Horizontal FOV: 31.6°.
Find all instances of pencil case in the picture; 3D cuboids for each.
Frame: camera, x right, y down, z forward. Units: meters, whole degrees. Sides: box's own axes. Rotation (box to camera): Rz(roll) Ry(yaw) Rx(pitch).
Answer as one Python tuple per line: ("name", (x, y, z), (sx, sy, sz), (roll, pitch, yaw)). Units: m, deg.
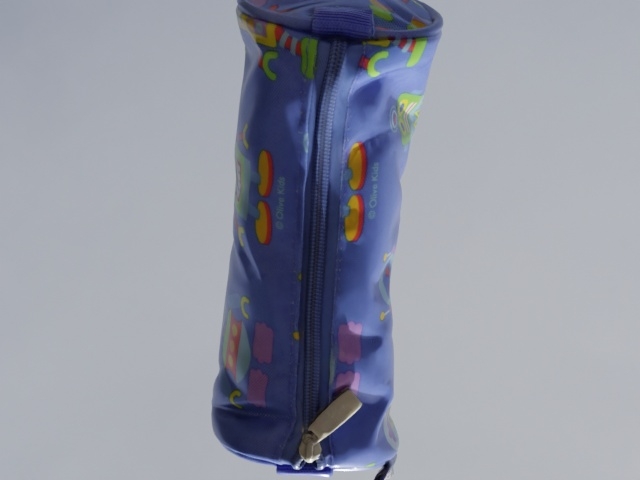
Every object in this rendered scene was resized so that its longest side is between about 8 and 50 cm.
("pencil case", (0.000, 0.000, 0.678), (0.119, 0.133, 0.306), (2, -72, -7))
